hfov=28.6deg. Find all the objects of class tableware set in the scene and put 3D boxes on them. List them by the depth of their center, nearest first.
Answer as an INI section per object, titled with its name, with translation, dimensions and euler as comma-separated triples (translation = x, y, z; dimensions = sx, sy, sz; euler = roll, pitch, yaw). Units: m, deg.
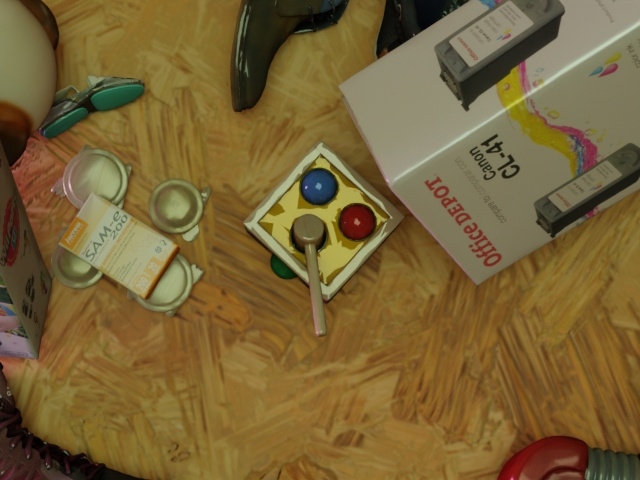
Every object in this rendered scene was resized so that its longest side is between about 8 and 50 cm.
[tableware set]
translation = -0.189, -0.009, 1.235
dimensions = 0.168, 0.020, 0.141
euler = 17, 85, -1

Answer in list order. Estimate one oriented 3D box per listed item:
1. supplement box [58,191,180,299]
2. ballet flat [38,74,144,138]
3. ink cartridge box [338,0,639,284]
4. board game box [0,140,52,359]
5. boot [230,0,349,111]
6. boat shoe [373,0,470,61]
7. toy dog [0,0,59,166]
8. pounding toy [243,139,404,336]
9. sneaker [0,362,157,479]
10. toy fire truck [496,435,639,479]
[supplement box]
translation = -0.192, 0.005, 1.204
dimensions = 0.098, 0.036, 0.062
euler = 32, 85, 1
[ballet flat]
translation = -0.231, -0.142, 1.238
dimensions = 0.114, 0.041, 0.041
euler = -26, 85, -4
[ink cartridge box]
translation = 0.206, -0.122, 1.107
dimensions = 0.306, 0.226, 0.131
euler = -33, 53, 10
[board game box]
translation = -0.372, -0.006, 1.081
dimensions = 0.224, 0.303, 0.098
euler = 3, 60, 1
[boot]
translation = -0.023, -0.224, 1.228
dimensions = 0.106, 0.082, 0.219
euler = 12, 82, 3
[boat shoe]
translation = 0.188, -0.362, 1.210
dimensions = 0.186, 0.156, 0.500
euler = 21, 83, 3
[toy dog]
translation = -0.417, -0.221, 1.105
dimensions = 0.395, 0.285, 0.408
euler = -33, 126, 21
[pounding toy]
translation = 0.000, 0.000, 1.196
dimensions = 0.130, 0.100, 0.141
euler = 42, 85, 3
[sneaker]
translation = -0.272, 0.192, 1.173
dimensions = 0.281, 0.106, 0.163
euler = 0, 81, 0
[toy fire truck]
translation = 0.280, 0.214, 1.167
dimensions = 0.217, 0.158, 0.246
euler = 11, 73, 1
